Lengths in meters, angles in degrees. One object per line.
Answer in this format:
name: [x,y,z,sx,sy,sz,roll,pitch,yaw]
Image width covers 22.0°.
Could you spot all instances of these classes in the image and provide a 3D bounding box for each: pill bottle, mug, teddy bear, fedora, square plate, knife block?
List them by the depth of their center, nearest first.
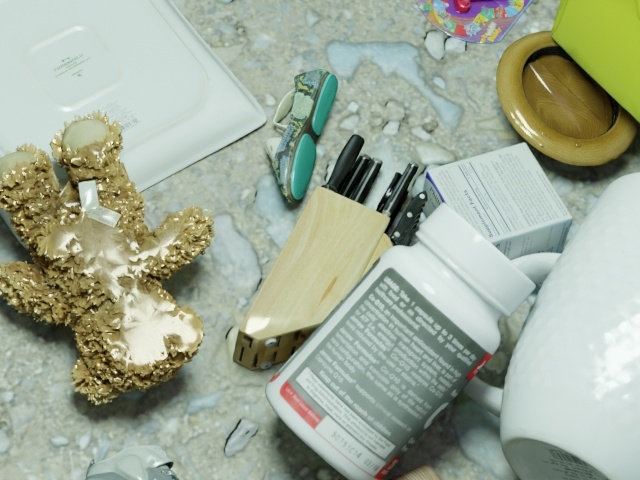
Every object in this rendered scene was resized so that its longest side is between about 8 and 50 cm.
pill bottle: [0.089,0.110,1.762,0.161,0.161,0.283,42,93,14]
mug: [0.311,0.124,1.814,0.374,0.276,0.328,17,60,36]
teddy bear: [-0.246,0.017,1.841,0.245,0.113,0.338,-41,76,-17]
knife block: [0.000,0.000,1.911,0.275,0.088,0.242,-15,65,-16]
square plate: [-0.296,-0.201,1.996,0.347,0.049,0.344,-31,70,-22]
fedora: [0.301,-0.167,2.051,0.194,0.079,0.194,5,65,-10]

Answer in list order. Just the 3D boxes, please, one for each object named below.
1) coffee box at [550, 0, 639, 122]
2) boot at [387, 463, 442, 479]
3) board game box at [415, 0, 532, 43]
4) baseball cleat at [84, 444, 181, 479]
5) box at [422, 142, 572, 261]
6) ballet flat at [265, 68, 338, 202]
coffee box: [0.526,-0.308,1.915,0.334,0.338,0.338,-21,54,-29]
boot: [0.102,0.346,1.752,0.152,0.073,0.197,-28,57,-22]
board game box: [0.208,-0.335,2.153,0.133,0.033,0.169,34,63,10]
baseball cleat: [-0.151,0.273,1.751,0.205,0.072,0.109,14,54,-5]
box: [0.207,-0.034,1.959,0.137,0.072,0.126,-16,56,-17]
ballet flat: [-0.032,-0.126,1.996,0.070,0.070,0.188,18,59,1]
